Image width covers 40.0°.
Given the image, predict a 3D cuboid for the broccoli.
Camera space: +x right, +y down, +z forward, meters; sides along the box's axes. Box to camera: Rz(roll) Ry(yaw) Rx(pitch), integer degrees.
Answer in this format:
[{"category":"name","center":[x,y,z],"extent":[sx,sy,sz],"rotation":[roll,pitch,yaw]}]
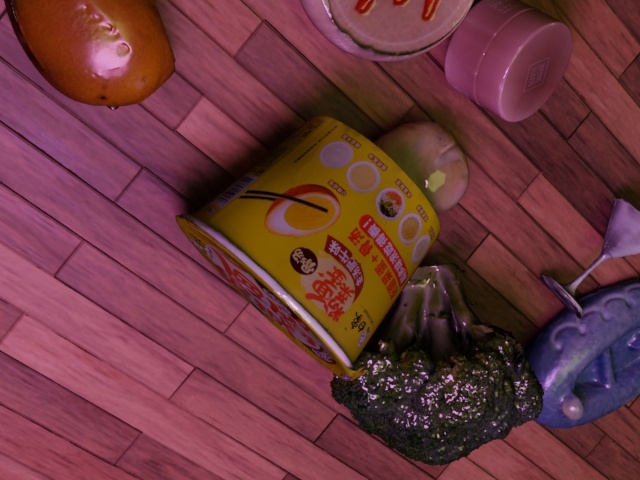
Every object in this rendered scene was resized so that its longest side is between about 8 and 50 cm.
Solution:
[{"category":"broccoli","center":[0.158,0.183,1.284],"extent":[0.303,0.321,0.284],"rotation":[3,72,-6]}]

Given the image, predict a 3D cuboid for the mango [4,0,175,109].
[{"category":"mango","center":[-0.270,-0.264,1.007],"extent":[0.166,0.136,0.236],"rotation":[-22,110,-10]}]

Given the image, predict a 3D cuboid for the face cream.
[{"category":"face cream","center":[0.258,-0.251,1.207],"extent":[0.149,0.104,0.149],"rotation":[-30,142,-27]}]

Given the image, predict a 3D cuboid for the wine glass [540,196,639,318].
[{"category":"wine glass","center":[0.453,0.031,1.416],"extent":[0.183,0.122,0.122],"rotation":[-44,118,0]}]

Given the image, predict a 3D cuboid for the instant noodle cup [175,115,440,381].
[{"category":"instant noodle cup","center":[0.000,0.000,1.135],"extent":[0.221,0.311,0.311],"rotation":[-47,119,-10]}]

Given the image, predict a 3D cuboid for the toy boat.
[{"category":"toy boat","center":[0.485,0.205,1.479],"extent":[0.330,0.123,0.215],"rotation":[-23,122,-14]}]

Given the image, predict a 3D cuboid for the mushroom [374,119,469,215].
[{"category":"mushroom","center":[0.137,-0.099,1.240],"extent":[0.148,0.112,0.148],"rotation":[0,98,2]}]

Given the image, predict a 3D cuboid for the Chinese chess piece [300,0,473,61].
[{"category":"Chinese chess piece","center":[0.087,-0.358,1.134],"extent":[0.249,0.103,0.250],"rotation":[-8,114,-18]}]
